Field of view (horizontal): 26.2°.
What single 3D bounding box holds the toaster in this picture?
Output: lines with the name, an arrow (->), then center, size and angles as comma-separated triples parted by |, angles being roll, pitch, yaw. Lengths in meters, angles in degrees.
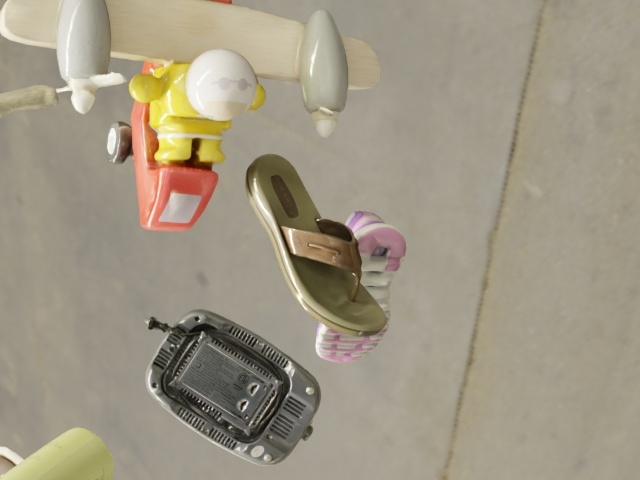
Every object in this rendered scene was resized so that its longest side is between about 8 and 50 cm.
toaster -> -0.108, 0.161, 1.589 | 0.227, 0.129, 0.146 | 31, 177, -1

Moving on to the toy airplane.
toy airplane -> -0.145, -0.237, 1.722 | 0.384, 0.386, 0.272 | 57, 171, -28

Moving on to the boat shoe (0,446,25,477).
boat shoe -> -0.383, 0.433, 1.873 | 0.324, 0.097, 0.116 | 55, 146, 8

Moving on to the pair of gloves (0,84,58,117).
pair of gloves -> -0.411, -0.127, 1.470 | 0.240, 0.204, 0.042 | 8, 113, 51

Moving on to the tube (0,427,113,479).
tube -> -0.264, 0.225, 1.117 | 0.062, 0.240, 0.070 | 15, 115, 27

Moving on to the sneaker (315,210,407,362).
sneaker -> 0.048, 0.058, 1.895 | 0.104, 0.095, 0.236 | -117, 38, -53

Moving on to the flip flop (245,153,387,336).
flip flop -> 0.000, 0.000, 1.755 | 0.080, 0.112, 0.277 | -39, 73, 38
